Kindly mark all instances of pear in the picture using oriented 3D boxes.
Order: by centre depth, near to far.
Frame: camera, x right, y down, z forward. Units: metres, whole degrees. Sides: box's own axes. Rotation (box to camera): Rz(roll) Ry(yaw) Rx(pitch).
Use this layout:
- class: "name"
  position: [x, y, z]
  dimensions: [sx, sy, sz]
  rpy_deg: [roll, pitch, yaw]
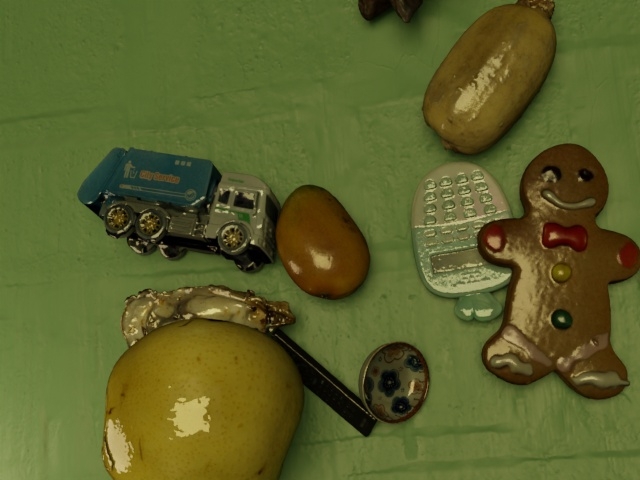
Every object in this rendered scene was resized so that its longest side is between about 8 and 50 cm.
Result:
- class: "pear"
  position: [-0.195, 0.292, 1.649]
  dimensions: [0.348, 0.348, 0.349]
  rpy_deg: [-2, 78, 10]

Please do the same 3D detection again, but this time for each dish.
- class: "dish"
  position: [0.110, 0.241, 1.740]
  dimensions: [0.141, 0.078, 0.141]
  rpy_deg: [-1, 91, -32]

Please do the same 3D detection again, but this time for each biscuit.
- class: "biscuit"
  position: [0.404, 0.039, 1.704]
  dimensions: [0.282, 0.064, 0.432]
  rpy_deg: [9, 80, 0]

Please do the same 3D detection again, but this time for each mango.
- class: "mango"
  position: [-0.004, 0.004, 1.784]
  dimensions: [0.151, 0.120, 0.221]
  rpy_deg: [-26, 69, -18]

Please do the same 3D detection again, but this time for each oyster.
- class: "oyster"
  position: [-0.204, 0.145, 1.818]
  dimensions: [0.344, 0.078, 0.129]
  rpy_deg: [-5, 79, 16]

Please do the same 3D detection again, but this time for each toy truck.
- class: "toy truck"
  position: [-0.253, -0.055, 1.833]
  dimensions: [0.367, 0.146, 0.175]
  rpy_deg: [10, 76, 13]

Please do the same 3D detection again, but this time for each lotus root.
- class: "lotus root"
  position: [0.312, -0.308, 1.776]
  dimensions: [0.169, 0.151, 0.343]
  rpy_deg: [35, 89, 15]

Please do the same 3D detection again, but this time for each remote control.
- class: "remote control"
  position: [0.001, 0.249, 1.770]
  dimensions: [0.245, 0.063, 0.025]
  rpy_deg: [40, 44, 15]

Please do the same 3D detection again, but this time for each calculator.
- class: "calculator"
  position: [0.255, 0.002, 1.780]
  dimensions: [0.183, 0.042, 0.295]
  rpy_deg: [-10, 74, 8]

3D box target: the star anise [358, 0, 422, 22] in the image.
- class: "star anise"
  position: [0.145, -0.540, 1.833]
  dimensions: [0.315, 0.108, 0.316]
  rpy_deg: [-16, 69, 47]
